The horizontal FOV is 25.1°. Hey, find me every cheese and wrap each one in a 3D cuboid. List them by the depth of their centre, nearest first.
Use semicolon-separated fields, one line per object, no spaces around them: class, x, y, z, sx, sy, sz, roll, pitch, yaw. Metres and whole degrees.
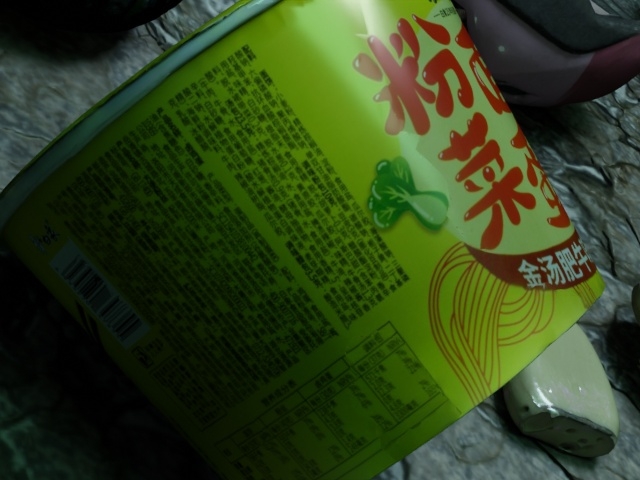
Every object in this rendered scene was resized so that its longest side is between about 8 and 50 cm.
cheese;0.171;0.071;1.072;0.097;0.037;0.192;24;40;-24

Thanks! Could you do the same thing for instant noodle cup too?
instant noodle cup;0.000;0.000;0.799;0.221;0.311;0.311;55;37;0

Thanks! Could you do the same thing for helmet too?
helmet;0.181;-0.191;1.262;0.253;0.154;0.198;31;13;-45

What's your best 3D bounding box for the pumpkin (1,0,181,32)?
pumpkin;-0.165;-0.235;0.992;0.202;0.140;0.202;25;41;-25

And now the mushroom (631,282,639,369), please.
mushroom;0.307;0.085;1.126;0.154;0.122;0.154;50;-2;2
